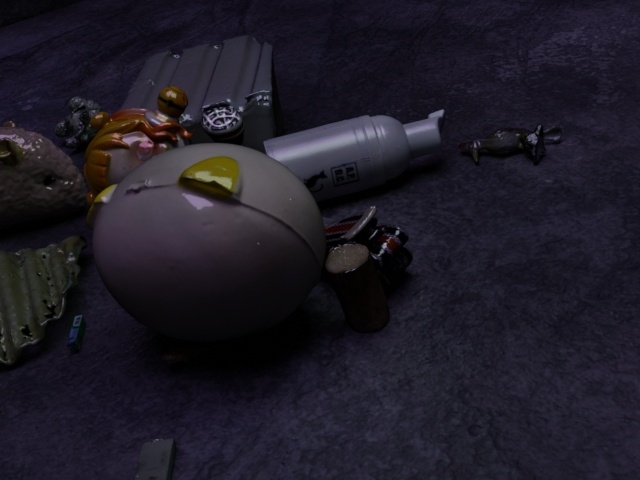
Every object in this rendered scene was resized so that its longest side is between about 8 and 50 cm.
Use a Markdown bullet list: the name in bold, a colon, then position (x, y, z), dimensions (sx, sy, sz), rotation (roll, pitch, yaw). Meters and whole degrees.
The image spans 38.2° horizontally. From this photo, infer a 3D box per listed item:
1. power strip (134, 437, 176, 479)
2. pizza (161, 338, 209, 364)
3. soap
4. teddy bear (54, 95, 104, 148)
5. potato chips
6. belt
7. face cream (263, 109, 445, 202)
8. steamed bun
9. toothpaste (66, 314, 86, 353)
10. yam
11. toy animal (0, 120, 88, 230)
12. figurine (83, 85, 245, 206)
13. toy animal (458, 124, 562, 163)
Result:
- **power strip**: position (-0.228, 0.323, 1.257), dimensions (0.051, 0.019, 0.136), rotation (-9, 31, 4)
- **pizza**: position (-0.224, 0.182, 1.474), dimensions (0.083, 0.025, 0.078), rotation (12, 30, 44)
- **soap**: position (-0.244, -0.281, 2.051), dimensions (0.350, 0.213, 0.435), rotation (-12, 31, 7)
- **teddy bear**: position (-0.575, -0.277, 2.276), dimensions (0.133, 0.111, 0.213), rotation (-62, 30, 1)
- **potato chips**: position (-0.621, 0.092, 1.694), dimensions (0.373, 0.097, 0.389), rotation (1, 30, 1)
- **belt**: position (0.000, 0.000, 1.608), dimensions (0.359, 0.126, 0.094), rotation (12, 48, 44)
- **face cream**: position (0.082, -0.172, 1.814), dimensions (0.370, 0.145, 0.145), rotation (-15, 31, -1)
- **steamed bun**: position (-0.175, 0.003, 1.448), dimensions (0.374, 0.334, 0.334), rotation (-12, 27, 34)
- **toothpaste**: position (-0.420, 0.161, 1.588), dimensions (0.017, 0.020, 0.083), rotation (-15, 31, 4)
- **yam**: position (0.058, 0.074, 1.450), dimensions (0.084, 0.127, 0.084), rotation (-14, 29, 8)
- **toy animal**: position (-0.689, -0.132, 1.960), dimensions (0.358, 0.226, 0.188), rotation (-14, 31, -3)
- **figurine**: position (-0.307, -0.139, 1.767), dimensions (0.323, 0.320, 0.196), rotation (7, 13, -2)
- **toy animal**: position (0.373, -0.194, 1.839), dimensions (0.202, 0.070, 0.105), rotation (-5, 21, 22)
